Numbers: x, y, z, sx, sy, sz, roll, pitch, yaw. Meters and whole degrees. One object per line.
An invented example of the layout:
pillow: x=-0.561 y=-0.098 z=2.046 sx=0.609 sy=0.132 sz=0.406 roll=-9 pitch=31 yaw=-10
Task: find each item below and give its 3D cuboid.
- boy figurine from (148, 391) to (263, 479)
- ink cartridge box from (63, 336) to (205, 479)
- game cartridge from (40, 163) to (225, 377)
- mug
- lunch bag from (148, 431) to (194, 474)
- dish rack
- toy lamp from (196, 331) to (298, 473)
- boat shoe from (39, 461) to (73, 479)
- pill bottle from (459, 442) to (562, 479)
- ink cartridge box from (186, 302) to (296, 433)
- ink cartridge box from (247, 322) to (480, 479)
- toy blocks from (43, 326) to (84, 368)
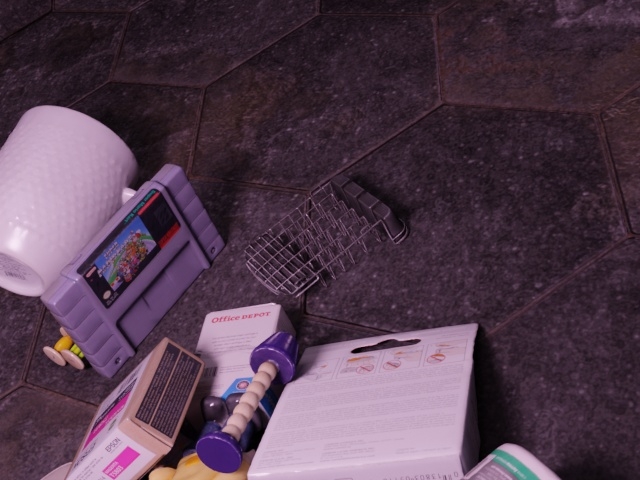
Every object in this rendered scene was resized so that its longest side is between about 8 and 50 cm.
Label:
boy figurine: x=-0.188 y=0.349 z=1.612 sx=0.177 sy=0.092 sz=0.285 roll=-9 pitch=25 yaw=25
ink cartridge box: x=-0.298 y=0.295 z=1.716 sx=0.235 sy=0.088 sz=0.193 roll=-45 pitch=16 yaw=34
game cartridge: x=-0.335 y=0.052 z=1.990 sx=0.068 sy=0.230 sz=0.355 roll=20 pitch=59 yaw=34
mug: x=-0.517 y=-0.049 z=2.204 sx=0.374 sy=0.276 sz=0.328 roll=19 pitch=58 yaw=5
lunch bag: x=-0.245 y=0.353 z=1.758 sx=0.071 sy=0.053 sz=0.083 roll=21 pitch=69 yaw=45
dish rack: x=0.000 y=0.000 z=1.987 sx=0.271 sy=0.074 sz=0.208 roll=-39 pitch=40 yaw=-11
toy lamp: x=-0.100 y=0.236 z=1.639 sx=0.080 sy=0.080 sz=0.274 roll=-4 pitch=31 yaw=25
boat shoe: x=-0.472 y=0.505 z=1.707 sx=0.112 sy=0.095 sz=0.335 roll=-3 pitch=40 yaw=42
pill bottle: x=0.164 y=0.436 z=1.322 sx=0.361 sy=0.204 sz=0.204 roll=-38 pitch=41 yaw=-12
ink cartridge box: x=-0.135 y=0.215 z=1.816 sx=0.148 sy=0.086 sz=0.203 roll=-9 pitch=43 yaw=22
ink cartridge box: x=0.086 y=0.264 z=1.632 sx=0.308 sy=0.091 sz=0.385 roll=-10 pitch=20 yaw=16
toy blocks: x=-0.443 y=0.170 z=2.049 sx=0.123 sy=0.054 sz=0.148 roll=0 pitch=45 yaw=48
